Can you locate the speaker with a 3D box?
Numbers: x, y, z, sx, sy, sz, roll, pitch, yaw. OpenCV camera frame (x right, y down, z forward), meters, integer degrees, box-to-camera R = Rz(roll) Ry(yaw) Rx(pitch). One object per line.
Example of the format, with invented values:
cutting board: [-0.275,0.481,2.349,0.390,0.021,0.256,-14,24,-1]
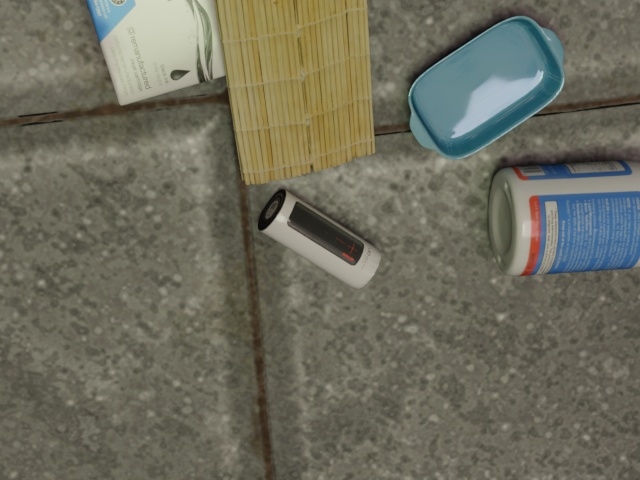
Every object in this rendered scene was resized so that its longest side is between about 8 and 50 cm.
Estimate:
speaker: [0.000,0.000,1.619,0.136,0.055,0.055,33,101,-20]

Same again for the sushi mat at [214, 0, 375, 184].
sushi mat: [-0.022,-0.175,1.486,0.151,0.019,0.316,-15,143,-7]

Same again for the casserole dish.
casserole dish: [0.179,-0.170,1.598,0.188,0.037,0.114,-34,112,2]

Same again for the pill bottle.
pill bottle: [0.309,-0.027,1.630,0.222,0.124,0.124,-3,111,-9]

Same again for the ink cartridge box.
ink cartridge box: [-0.131,-0.242,1.485,0.203,0.086,0.148,-18,113,-4]
